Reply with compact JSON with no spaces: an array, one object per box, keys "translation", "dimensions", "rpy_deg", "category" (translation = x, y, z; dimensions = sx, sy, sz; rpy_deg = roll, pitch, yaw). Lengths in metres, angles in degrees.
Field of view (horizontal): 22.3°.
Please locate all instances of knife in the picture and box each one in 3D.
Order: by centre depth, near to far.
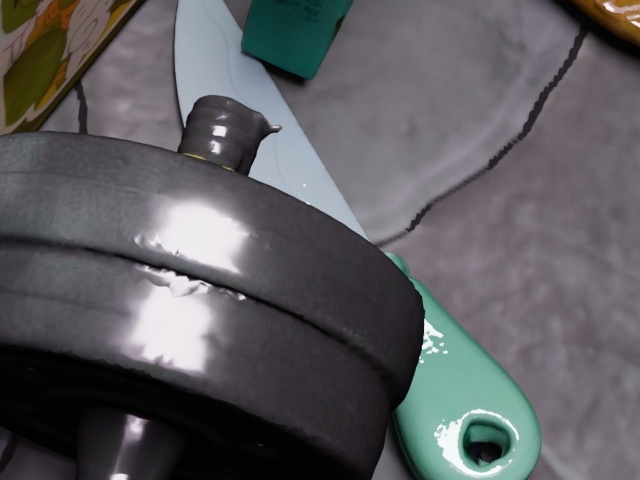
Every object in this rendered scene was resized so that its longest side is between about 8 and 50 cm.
[{"translation":[-0.001,0.001,0.678],"dimensions":[0.063,0.034,0.260],"rpy_deg":[-32,74,-14],"category":"knife"}]

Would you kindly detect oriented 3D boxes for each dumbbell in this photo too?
[{"translation":[-0.081,0.128,0.538],"dimensions":[0.185,0.185,0.388],"rpy_deg":[17,70,-4],"category":"dumbbell"}]

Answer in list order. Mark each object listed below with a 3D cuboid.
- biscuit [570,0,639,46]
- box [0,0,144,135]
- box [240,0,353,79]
[{"translation":[0.193,-0.193,0.770],"dimensions":[0.262,0.037,0.262],"rpy_deg":[3,72,-9],"category":"biscuit"},{"translation":[-0.059,-0.249,0.565],"dimensions":[0.138,0.373,0.420],"rpy_deg":[35,69,3],"category":"box"},{"translation":[0.035,-0.191,0.652],"dimensions":[0.042,0.161,0.226],"rpy_deg":[24,74,-1],"category":"box"}]
